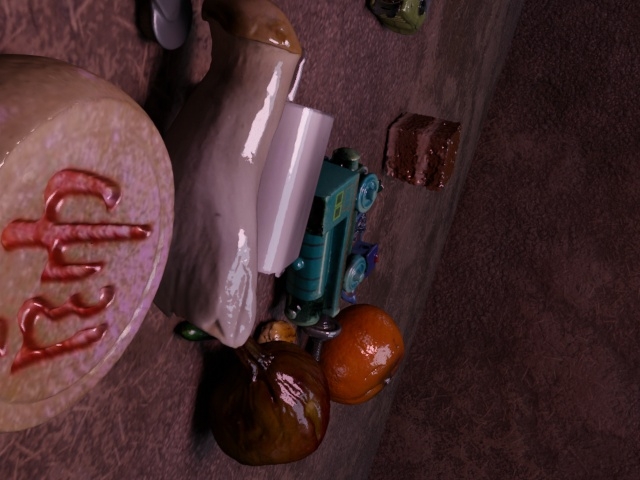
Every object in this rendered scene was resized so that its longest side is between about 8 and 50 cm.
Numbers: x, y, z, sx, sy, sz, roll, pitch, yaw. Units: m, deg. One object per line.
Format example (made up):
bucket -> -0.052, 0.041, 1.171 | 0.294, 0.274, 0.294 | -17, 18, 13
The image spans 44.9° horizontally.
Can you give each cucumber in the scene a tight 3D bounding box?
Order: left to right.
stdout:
cucumber -> -0.142, 0.119, 1.047 | 0.184, 0.036, 0.033 | 24, 57, -73

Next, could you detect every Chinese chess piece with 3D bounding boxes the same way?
Chinese chess piece -> -0.218, 0.002, 0.558 | 0.270, 0.112, 0.270 | 18, 90, -73

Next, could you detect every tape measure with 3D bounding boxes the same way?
tape measure -> 0.153, -0.439, 1.356 | 0.177, 0.088, 0.154 | 6, 100, -75

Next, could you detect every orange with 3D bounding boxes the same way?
orange -> 0.075, 0.239, 1.601 | 0.224, 0.170, 0.224 | -49, 164, -20

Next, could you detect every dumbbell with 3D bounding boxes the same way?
dumbbell -> 0.012, 0.112, 1.462 | 0.081, 0.082, 0.253 | -33, 137, -66

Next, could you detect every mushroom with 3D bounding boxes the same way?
mushroom -> -0.097, -0.073, 0.761 | 0.122, 0.159, 0.328 | -100, -152, -83

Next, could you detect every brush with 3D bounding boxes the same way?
brush -> -0.164, -0.256, 0.633 | 0.266, 0.027, 0.062 | 65, 44, -61

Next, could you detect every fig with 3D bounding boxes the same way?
fig -> -0.079, 0.221, 1.083 | 0.290, 0.191, 0.190 | 82, 28, -72

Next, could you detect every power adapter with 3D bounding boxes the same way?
power adapter -> -0.063, -0.104, 0.901 | 0.187, 0.124, 0.255 | -46, 150, -80

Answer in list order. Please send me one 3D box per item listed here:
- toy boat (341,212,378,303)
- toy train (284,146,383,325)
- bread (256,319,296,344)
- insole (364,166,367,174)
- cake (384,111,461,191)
toy boat -> 0.066, 0.035, 1.533 | 0.100, 0.097, 0.223 | -49, 151, -48
toy train -> 0.000, 0.000, 1.264 | 0.194, 0.120, 0.298 | -40, 144, -49
bread -> -0.074, 0.168, 1.287 | 0.106, 0.053, 0.072 | 12, 98, -79
insole -> 0.061, -0.105, 1.533 | 0.193, 0.006, 0.065 | -39, 143, -63
cake -> 0.224, -0.201, 1.715 | 0.134, 0.147, 0.135 | -51, 153, -55
